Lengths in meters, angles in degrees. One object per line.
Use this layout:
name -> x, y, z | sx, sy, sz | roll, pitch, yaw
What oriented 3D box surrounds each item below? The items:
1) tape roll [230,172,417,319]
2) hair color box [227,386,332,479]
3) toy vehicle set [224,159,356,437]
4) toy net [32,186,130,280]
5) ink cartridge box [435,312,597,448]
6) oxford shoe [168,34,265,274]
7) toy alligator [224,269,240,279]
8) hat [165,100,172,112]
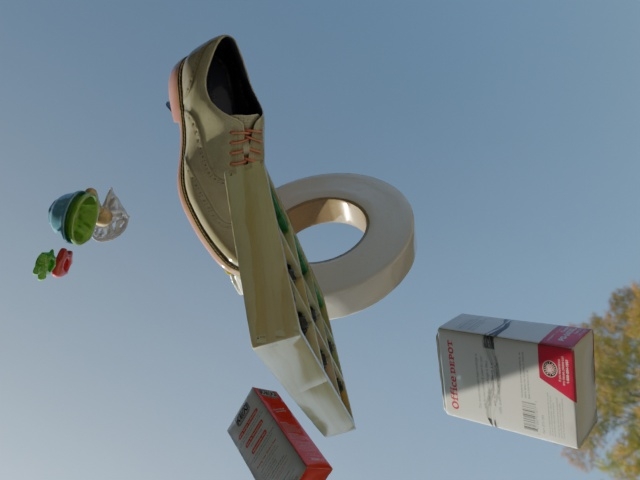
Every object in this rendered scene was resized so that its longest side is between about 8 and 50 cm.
tape roll -> 0.000, 0.000, 1.167 | 0.392, 0.392, 0.072 | -41, -43, -28
hair color box -> -0.052, 0.245, 0.669 | 0.043, 0.141, 0.072 | 23, -79, -40
toy vehicle set -> -0.021, 0.071, 0.539 | 0.267, 0.035, 0.166 | 69, -175, -57
toy net -> -0.310, -0.013, 0.782 | 0.045, 0.232, 0.122 | 13, -84, 1
ink cartridge box -> 0.210, 0.145, 0.618 | 0.063, 0.150, 0.109 | -20, -74, -45
oxford shoe -> -0.154, -0.140, 0.938 | 0.140, 0.146, 0.397 | -14, -93, -37
toy alligator -> -0.117, 0.045, 1.032 | 0.056, 0.189, 0.051 | -17, -62, -46
hat -> -0.226, -0.296, 1.465 | 0.331, 0.331, 0.134 | 34, -82, -32
